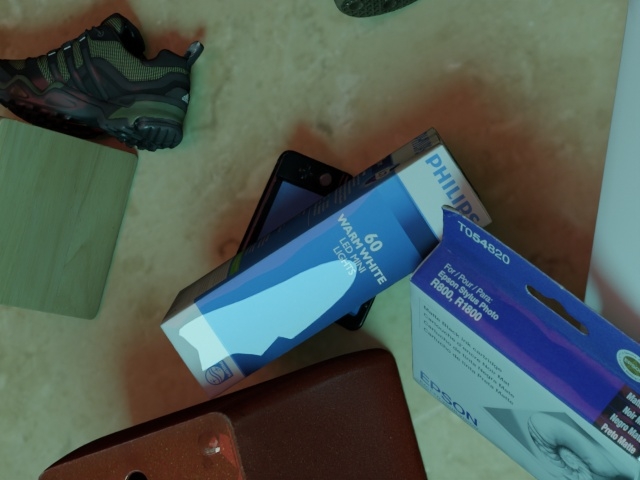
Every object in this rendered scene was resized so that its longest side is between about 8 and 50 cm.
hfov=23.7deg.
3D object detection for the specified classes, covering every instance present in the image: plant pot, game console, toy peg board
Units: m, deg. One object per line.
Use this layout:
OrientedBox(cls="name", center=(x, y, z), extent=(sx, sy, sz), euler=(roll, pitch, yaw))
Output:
OrientedBox(cls="plant pot", center=(-0.072, 0.243, 1.212), extent=(0.267, 0.235, 0.267), euler=(-21, 75, 22))
OrientedBox(cls="game console", center=(0.000, 0.000, 1.298), extent=(0.071, 0.107, 0.122), euler=(31, 98, 56))
OrientedBox(cls="toy peg board", center=(-0.269, -0.023, 1.390), extent=(0.079, 0.160, 0.161), euler=(15, 91, 42))

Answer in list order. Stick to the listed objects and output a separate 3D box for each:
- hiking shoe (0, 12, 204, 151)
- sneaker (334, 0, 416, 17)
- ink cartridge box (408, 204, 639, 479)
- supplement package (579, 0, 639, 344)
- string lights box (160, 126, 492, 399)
OrientedBox(cls="hiking shoe", center=(-0.214, -0.156, 1.425), extent=(0.226, 0.086, 0.114), euler=(14, 77, 21))
OrientedBox(cls="sneaker", center=(0.087, -0.262, 1.296), extent=(0.188, 0.066, 0.071), euler=(-31, 60, 12))
OrientedBox(cls="ink cartridge box", center=(0.159, 0.105, 1.131), extent=(0.223, 0.224, 0.045), euler=(38, 67, 25))
OrientedBox(cls="supplement package", center=(0.319, -0.035, 1.067), extent=(0.204, 0.145, 0.262), euler=(6, 86, 51))
OrientedBox(cls="string lights box", center=(0.004, 0.014, 1.222), extent=(0.259, 0.133, 0.077), euler=(-32, 97, 7))
